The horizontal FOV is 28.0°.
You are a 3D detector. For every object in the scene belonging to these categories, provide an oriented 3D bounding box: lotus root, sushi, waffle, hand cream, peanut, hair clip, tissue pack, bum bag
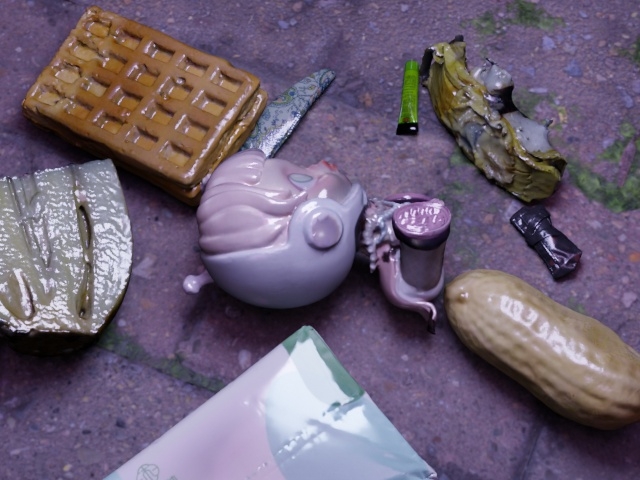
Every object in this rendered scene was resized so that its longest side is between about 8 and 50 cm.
[{"bbox_3d":[-0.385,0.044,1.791,0.267,0.149,0.260,-13,68,-25],"label":"lotus root"},{"bbox_3d":[0.258,-0.188,1.893,0.131,0.139,0.291,-24,65,-18],"label":"sushi"},{"bbox_3d":[-0.266,-0.207,1.916,0.327,0.098,0.224,27,68,18],"label":"waffle"},{"bbox_3d":[0.137,-0.219,1.967,0.036,0.023,0.122,-4,64,22],"label":"hand cream"},{"bbox_3d":[0.305,0.145,1.735,0.318,0.147,0.147,31,69,23],"label":"peanut"},{"bbox_3d":[-0.056,-0.190,1.949,0.066,0.036,0.229,35,70,22],"label":"hair clip"},{"bbox_3d":[-0.065,0.323,1.624,0.356,0.194,0.266,-37,71,-15],"label":"tissue pack"},{"bbox_3d":[0.329,-0.002,1.858,0.058,0.034,0.124,-37,69,0],"label":"bum bag"}]

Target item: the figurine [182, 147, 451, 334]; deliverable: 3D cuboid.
[{"bbox_3d":[0.001,-0.001,1.754,0.361,0.253,0.211,11,82,-3],"label":"figurine"}]
